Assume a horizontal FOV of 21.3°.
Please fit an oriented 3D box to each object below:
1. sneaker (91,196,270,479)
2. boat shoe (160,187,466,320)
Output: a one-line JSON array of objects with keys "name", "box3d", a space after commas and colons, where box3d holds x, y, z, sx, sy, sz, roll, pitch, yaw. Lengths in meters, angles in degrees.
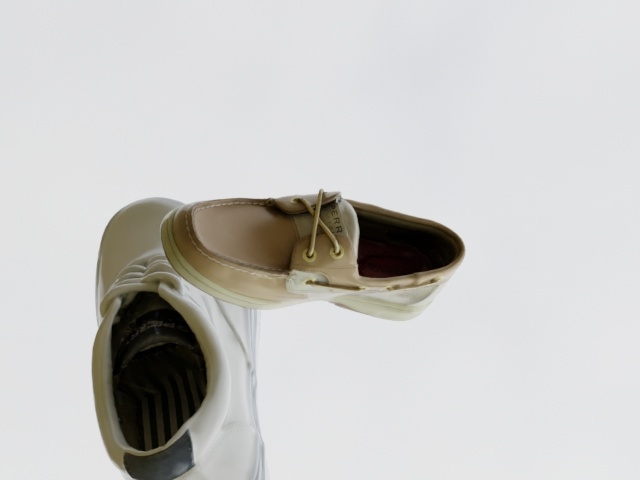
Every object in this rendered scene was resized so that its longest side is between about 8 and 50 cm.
[{"name": "sneaker", "box3d": [-0.079, 0.048, 0.912, 0.094, 0.091, 0.258, -21, -139, 0]}, {"name": "boat shoe", "box3d": [0.000, 0.000, 0.689, 0.045, 0.135, 0.050, -42, -126, 41]}]
